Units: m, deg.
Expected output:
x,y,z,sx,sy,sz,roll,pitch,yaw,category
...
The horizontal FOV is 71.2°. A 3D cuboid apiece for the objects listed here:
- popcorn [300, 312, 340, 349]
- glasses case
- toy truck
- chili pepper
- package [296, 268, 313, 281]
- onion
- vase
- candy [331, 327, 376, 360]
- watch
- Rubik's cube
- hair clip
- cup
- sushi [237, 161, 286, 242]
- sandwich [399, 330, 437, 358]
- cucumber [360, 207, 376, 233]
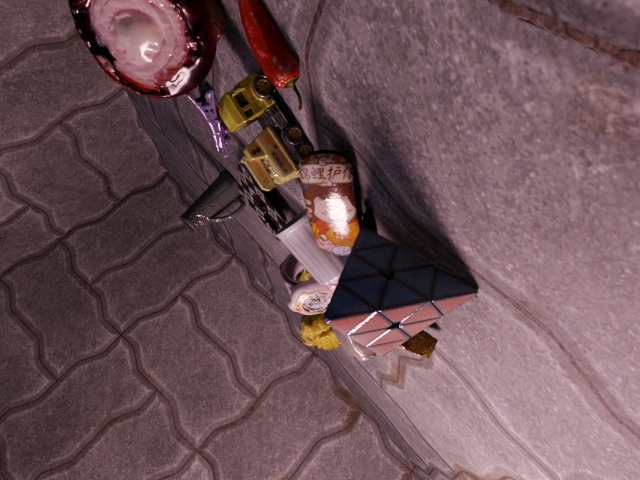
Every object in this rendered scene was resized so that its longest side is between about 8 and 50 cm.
x,y,z,sx,sy,sz,roll,pitch,yaw,category
0.009,0.403,1.979,0.200,0.203,0.226,64,-179,-2,popcorn
0.032,-0.078,1.059,0.122,0.082,0.321,4,140,16,glasses case
-0.144,-0.259,1.105,0.272,0.157,0.124,57,163,-15,toy truck
-0.101,-0.387,0.897,0.272,0.071,0.063,61,-158,-10,chili pepper
-0.028,0.172,1.791,0.168,0.090,0.226,49,161,6,package
-0.389,-0.503,1.016,0.341,0.341,0.341,47,163,20,onion
-0.478,-0.159,2.010,0.251,0.301,0.156,34,157,27,vase
0.127,0.309,1.574,0.195,0.137,0.185,59,163,-12,candy
-0.006,0.113,1.486,0.210,0.249,0.217,70,-177,-48,watch
0.143,0.124,0.959,0.233,0.228,0.228,37,175,-8,Rubik's cube
-0.367,-0.414,1.541,0.137,0.090,0.278,38,163,40,hair clip
0.009,-0.005,1.285,0.167,0.221,0.202,-30,101,39,cup
-0.204,-0.145,1.676,0.292,0.059,0.294,52,164,1,sushi
0.184,0.226,1.194,0.215,0.065,0.186,27,-178,-18,sandwich
0.120,-0.024,1.087,0.034,0.033,0.134,38,159,31,cucumber
